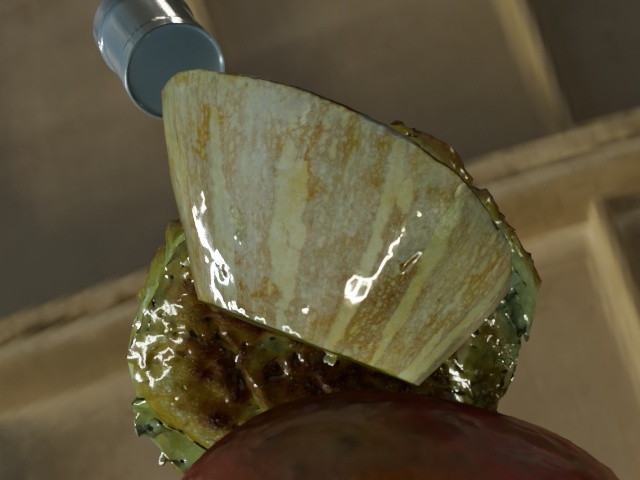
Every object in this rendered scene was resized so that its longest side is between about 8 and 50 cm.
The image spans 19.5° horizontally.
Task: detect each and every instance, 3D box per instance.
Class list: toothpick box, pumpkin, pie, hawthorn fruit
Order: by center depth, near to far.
[{"bbox_3d":[-0.007,0.012,1.009,0.217,0.217,0.110,10,-113,34],"label":"pumpkin"},{"bbox_3d":[0.029,0.292,1.240,0.403,0.403,0.403,-13,-142,11],"label":"hawthorn fruit"},{"bbox_3d":[0.002,0.071,1.438,0.288,0.355,0.103,25,-156,-11],"label":"pie"},{"bbox_3d":[-0.161,-0.189,1.829,0.101,0.101,0.153,-26,-150,-6],"label":"toothpick box"}]
